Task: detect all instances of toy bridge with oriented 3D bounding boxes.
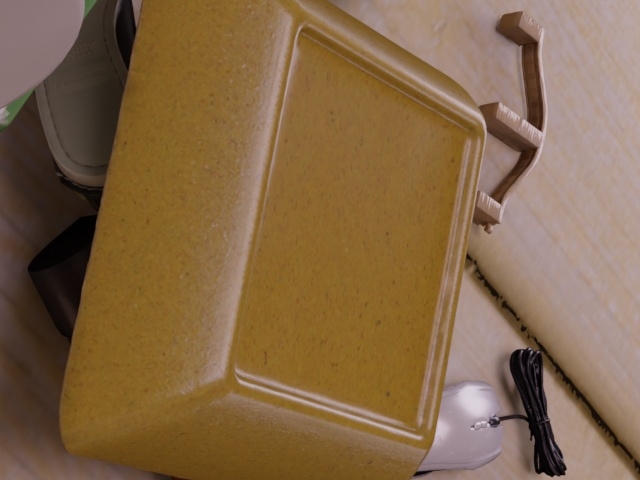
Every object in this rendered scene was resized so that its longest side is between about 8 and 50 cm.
[{"bbox_3d":[0.155,-0.091,1.479,0.063,0.026,0.188,31,64,-36],"label":"toy bridge"}]

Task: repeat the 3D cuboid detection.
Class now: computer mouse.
[{"bbox_3d":[0.120,0.143,1.397,0.193,0.042,0.106,-7,89,-43],"label":"computer mouse"}]

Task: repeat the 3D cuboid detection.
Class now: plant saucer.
[{"bbox_3d":[0.000,0.000,1.162,0.333,0.081,0.332,24,74,-53],"label":"plant saucer"}]

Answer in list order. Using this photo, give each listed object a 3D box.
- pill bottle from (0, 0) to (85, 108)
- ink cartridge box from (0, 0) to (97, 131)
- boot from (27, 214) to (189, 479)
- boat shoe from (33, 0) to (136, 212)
[{"bbox_3d":[-0.212,-0.252,0.732,0.229,0.229,0.407,10,57,-41],"label":"pill bottle"},{"bbox_3d":[-0.213,-0.123,0.968,0.117,0.278,0.201,39,58,-17],"label":"ink cartridge box"},{"bbox_3d":[-0.032,0.063,1.235,0.264,0.096,0.280,-46,114,-38],"label":"boot"},{"bbox_3d":[-0.152,-0.121,1.155,0.068,0.081,0.227,82,-3,-62],"label":"boat shoe"}]
